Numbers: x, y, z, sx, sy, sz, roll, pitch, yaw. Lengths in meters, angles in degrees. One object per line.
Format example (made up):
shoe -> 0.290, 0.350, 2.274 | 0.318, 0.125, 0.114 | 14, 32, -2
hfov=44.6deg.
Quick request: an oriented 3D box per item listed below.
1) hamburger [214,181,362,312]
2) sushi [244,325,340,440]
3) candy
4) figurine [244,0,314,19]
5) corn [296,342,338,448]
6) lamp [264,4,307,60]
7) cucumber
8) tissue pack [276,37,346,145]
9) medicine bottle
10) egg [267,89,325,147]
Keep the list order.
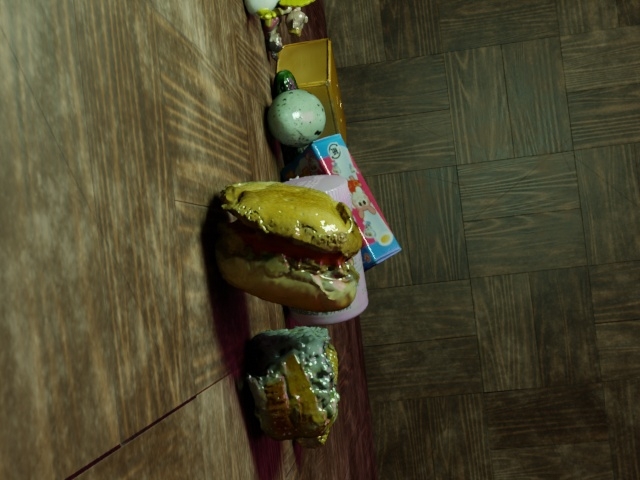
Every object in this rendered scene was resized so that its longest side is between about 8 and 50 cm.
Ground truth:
hamburger -> -0.050, 0.010, 1.186 | 0.244, 0.244, 0.163 | -72, 175, -73
sushi -> -0.040, 0.238, 1.315 | 0.274, 0.139, 0.184 | 65, 17, -87
candy -> 0.044, -0.070, 1.781 | 0.157, 0.100, 0.306 | -35, -100, 52
figurine -> -0.078, -0.529, 1.630 | 0.129, 0.178, 0.109 | 57, -8, 21
corn -> -0.011, 0.326, 1.676 | 0.091, 0.091, 0.260 | 57, 25, -31
lamp -> -0.088, -0.549, 1.797 | 0.118, 0.118, 0.253 | -59, 140, -78
cucumber -> -0.070, -0.288, 1.863 | 0.074, 0.074, 0.241 | -83, 162, -62
tissue pack -> -0.019, -0.347, 2.024 | 0.274, 0.145, 0.194 | 75, 9, -45
medicine bottle -> -0.004, 0.019, 1.660 | 0.178, 0.178, 0.290 | -77, 159, -69
egg -> -0.057, -0.265, 1.723 | 0.164, 0.131, 0.131 | -46, 130, -64
